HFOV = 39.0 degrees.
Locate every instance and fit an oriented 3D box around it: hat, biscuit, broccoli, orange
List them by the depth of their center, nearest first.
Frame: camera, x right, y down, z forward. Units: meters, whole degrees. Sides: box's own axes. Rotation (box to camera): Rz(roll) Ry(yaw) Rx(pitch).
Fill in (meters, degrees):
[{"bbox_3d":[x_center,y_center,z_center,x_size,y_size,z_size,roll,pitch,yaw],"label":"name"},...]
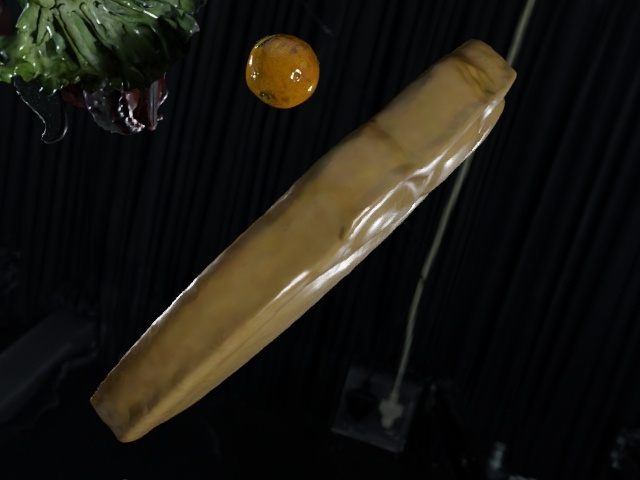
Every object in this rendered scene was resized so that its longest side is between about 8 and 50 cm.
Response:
[{"bbox_3d":[-0.169,-0.186,0.509,0.145,0.165,0.304,-5,173,16],"label":"broccoli"},{"bbox_3d":[0.000,0.000,0.598,0.057,0.312,0.351,47,-121,1],"label":"biscuit"},{"bbox_3d":[-0.253,-0.180,0.870,0.227,0.140,0.129,7,-150,9],"label":"hat"},{"bbox_3d":[-0.041,-0.185,0.986,0.083,0.084,0.083,13,-161,-5],"label":"orange"}]

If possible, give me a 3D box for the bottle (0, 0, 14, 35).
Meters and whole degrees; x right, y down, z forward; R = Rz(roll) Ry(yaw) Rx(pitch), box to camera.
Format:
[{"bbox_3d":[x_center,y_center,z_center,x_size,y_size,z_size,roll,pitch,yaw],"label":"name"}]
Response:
[{"bbox_3d":[-0.381,-0.208,0.767,0.233,0.110,0.110,23,-162,-12],"label":"bottle"}]
